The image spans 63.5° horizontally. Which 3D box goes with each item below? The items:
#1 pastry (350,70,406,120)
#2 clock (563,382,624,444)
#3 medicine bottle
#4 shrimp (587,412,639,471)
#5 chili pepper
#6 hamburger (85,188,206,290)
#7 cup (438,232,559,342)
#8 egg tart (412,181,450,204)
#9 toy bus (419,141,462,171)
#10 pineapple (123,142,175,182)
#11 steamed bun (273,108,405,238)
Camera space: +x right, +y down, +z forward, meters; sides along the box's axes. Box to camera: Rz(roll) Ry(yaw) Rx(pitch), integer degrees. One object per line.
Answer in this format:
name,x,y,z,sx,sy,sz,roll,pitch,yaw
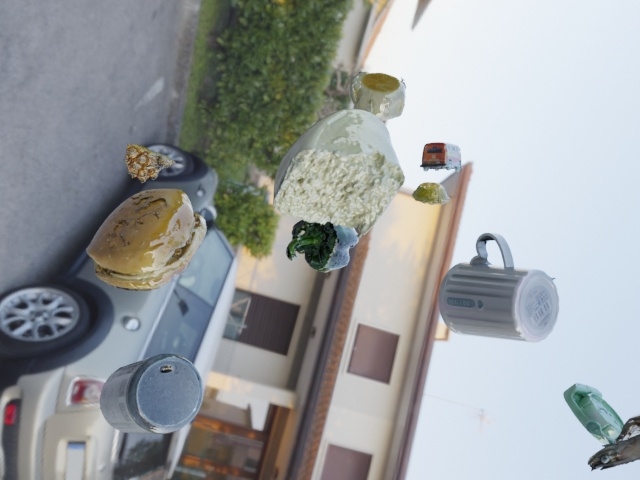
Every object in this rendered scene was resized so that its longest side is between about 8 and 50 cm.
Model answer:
pastry,0.154,-0.389,1.388,0.166,0.165,0.088,-81,179,-47
clock,0.812,0.519,1.498,0.066,0.159,0.211,-52,-142,25
medicine bottle,-0.353,0.311,1.035,0.293,0.141,0.141,-26,-136,50
shrimp,0.837,0.510,1.354,0.062,0.316,0.164,64,5,-3
chili pepper,0.000,0.000,1.471,0.165,0.174,0.261,-40,161,23
hamburger,-0.490,-0.005,1.449,0.305,0.284,0.174,-73,152,-44
cup,0.371,0.109,1.104,0.166,0.221,0.202,-33,-165,-27
egg tart,0.282,-0.123,1.322,0.105,0.105,0.039,-89,179,-65
toy bus,0.508,-0.345,2.143,0.265,0.121,0.120,-11,102,-59
pineapple,-0.403,-0.193,1.240,0.114,0.114,0.077,101,-8,-47
steamed bun,0.016,-0.173,1.246,0.290,0.272,0.274,-37,-125,45
